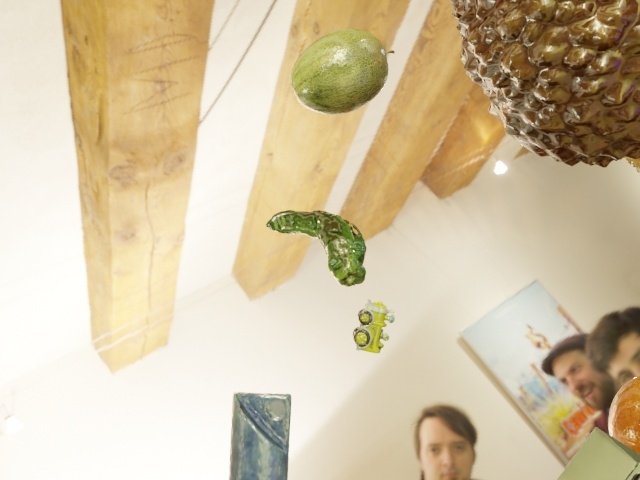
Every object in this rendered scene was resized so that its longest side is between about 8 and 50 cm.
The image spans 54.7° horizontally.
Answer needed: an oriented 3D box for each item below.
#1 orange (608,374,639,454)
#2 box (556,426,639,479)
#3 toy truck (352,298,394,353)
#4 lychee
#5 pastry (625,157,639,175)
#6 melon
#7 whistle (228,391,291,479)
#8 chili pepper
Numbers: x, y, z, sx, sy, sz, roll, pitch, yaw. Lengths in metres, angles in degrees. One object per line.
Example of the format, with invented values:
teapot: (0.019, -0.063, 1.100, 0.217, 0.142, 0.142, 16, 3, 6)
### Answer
orange: (0.761, 0.410, 1.392, 0.223, 0.170, 0.224, -7, -75, -27)
box: (0.473, 0.455, 0.958, 0.225, 0.224, 0.117, -57, 14, 6)
toy truck: (0.111, 0.179, 1.292, 0.076, 0.076, 0.111, 18, -94, -88)
lychee: (0.241, -0.195, 0.491, 0.267, 0.267, 0.267, -34, -21, -15)
pastry: (0.551, -0.132, 1.015, 0.056, 0.140, 0.080, -64, 22, -2)
melon: (0.041, -0.294, 1.074, 0.192, 0.139, 0.139, -25, -22, -4)
whistle: (-0.063, 0.300, 0.594, 0.062, 0.305, 0.062, 2, -3, 0)
chili pepper: (0.003, -0.006, 0.816, 0.073, 0.182, 0.050, -50, -47, -5)
